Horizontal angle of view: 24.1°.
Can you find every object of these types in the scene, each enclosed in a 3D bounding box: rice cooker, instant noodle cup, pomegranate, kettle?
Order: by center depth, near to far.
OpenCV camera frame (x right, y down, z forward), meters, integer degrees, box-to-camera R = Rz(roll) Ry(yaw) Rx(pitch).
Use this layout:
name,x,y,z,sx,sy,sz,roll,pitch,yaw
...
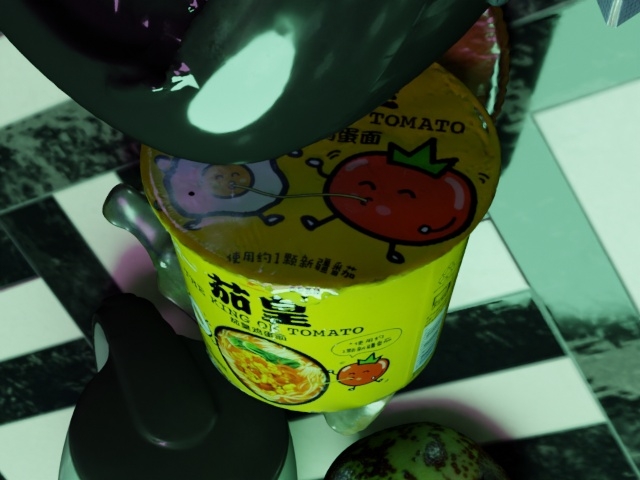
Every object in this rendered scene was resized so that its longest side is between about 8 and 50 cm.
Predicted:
name,x,y,z,sx,sy,sz,roll,pitch,yaw
rice cooker,-0.027,-0.174,0.648,0.267,0.224,0.267,15,117,31
instant noodle cup,0.000,0.000,0.809,0.182,0.182,0.144,15,141,12
pomegranate,0.064,0.201,0.977,0.138,0.163,0.125,-5,143,-1
kettle,-0.105,0.154,0.997,0.161,0.221,0.236,-16,148,-15

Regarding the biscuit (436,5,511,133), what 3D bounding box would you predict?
name,x,y,z,sx,sy,sz,roll,pitch,yaw
biscuit,0.044,-0.100,0.835,0.126,0.025,0.206,18,132,9

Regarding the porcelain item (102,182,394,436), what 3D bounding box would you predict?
name,x,y,z,sx,sy,sz,roll,pitch,yaw
porcelain item,-0.047,0.035,0.949,0.216,0.069,0.081,34,147,-6

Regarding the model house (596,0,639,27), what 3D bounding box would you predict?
name,x,y,z,sx,sy,sz,roll,pitch,yaw
model house,0.174,-0.143,0.705,0.167,0.088,0.117,18,130,9
